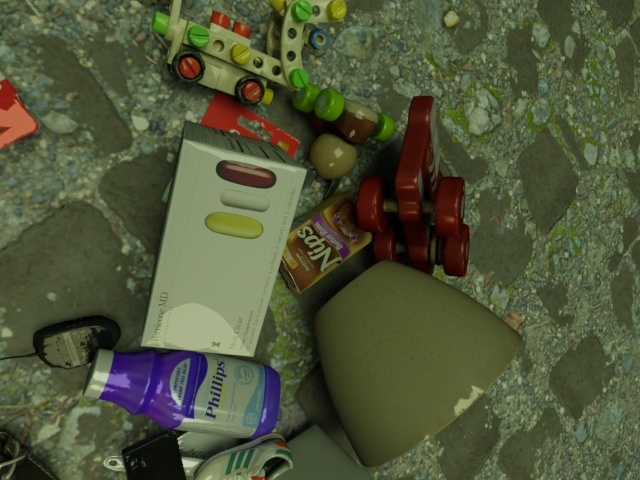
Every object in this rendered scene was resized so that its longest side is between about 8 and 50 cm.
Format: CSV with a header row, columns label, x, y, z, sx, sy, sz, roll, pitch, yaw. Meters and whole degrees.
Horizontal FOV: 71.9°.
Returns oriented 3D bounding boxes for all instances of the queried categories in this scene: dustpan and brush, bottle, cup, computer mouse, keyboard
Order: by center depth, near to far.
label,x,y,z,sx,sy,sz,roll,pitch,yaw
computer mouse,-0.411,0.155,0.619,0.242,0.041,0.071,-10,117,-22
keyboard,-0.243,0.377,0.631,0.108,0.023,0.179,-13,91,-42
bottle,-0.201,0.227,0.674,0.283,0.092,0.118,22,52,-26
dustpan and brush,-0.227,0.346,0.685,0.211,0.060,0.147,22,78,-25
cup,0.125,0.174,0.759,0.331,0.331,0.237,-34,76,-24

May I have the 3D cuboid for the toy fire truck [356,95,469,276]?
label,x,y,z,sx,sy,sz,roll,pitch,yaw
toy fire truck,0.197,-0.083,0.837,0.302,0.170,0.253,62,39,-49

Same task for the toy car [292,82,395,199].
label,x,y,z,sx,sy,sz,roll,pitch,yaw
toy car,0.017,-0.169,0.813,0.155,0.149,0.188,11,107,-38

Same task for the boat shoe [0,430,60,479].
label,x,y,z,sx,sy,sz,roll,pitch,yaw
boat shoe,-0.459,0.257,0.538,0.335,0.112,0.095,36,91,-18

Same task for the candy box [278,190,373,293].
label,x,y,z,sx,sy,sz,roll,pitch,yaw
candy box,0.000,0.000,0.813,0.187,0.053,0.109,-35,113,-22

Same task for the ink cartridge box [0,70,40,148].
label,x,y,z,sx,sy,sz,roll,pitch,yaw
ink cartridge box,-0.492,-0.205,0.566,0.134,0.078,0.230,-39,104,-22

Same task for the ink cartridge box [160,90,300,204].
label,x,y,z,sx,sy,sz,roll,pitch,yaw
ink cartridge box,-0.140,-0.124,0.756,0.181,0.056,0.224,28,78,-23

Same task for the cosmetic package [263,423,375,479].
label,x,y,z,sx,sy,sz,roll,pitch,yaw
cosmetic package,0.025,0.462,0.618,0.217,0.385,0.156,-24,113,-29

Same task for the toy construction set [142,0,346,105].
label,x,y,z,sx,sy,sz,roll,pitch,yaw
toy construction set,-0.137,-0.343,0.710,0.328,0.151,0.214,16,105,-18

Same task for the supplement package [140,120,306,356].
label,x,y,z,sx,sy,sz,roll,pitch,yaw
supplement package,-0.143,-0.010,0.610,0.145,0.204,0.261,11,107,-20

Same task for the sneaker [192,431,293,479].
label,x,y,z,sx,sy,sz,roll,pitch,yaw
sneaker,-0.117,0.358,0.678,0.162,0.075,0.057,-17,103,-23
